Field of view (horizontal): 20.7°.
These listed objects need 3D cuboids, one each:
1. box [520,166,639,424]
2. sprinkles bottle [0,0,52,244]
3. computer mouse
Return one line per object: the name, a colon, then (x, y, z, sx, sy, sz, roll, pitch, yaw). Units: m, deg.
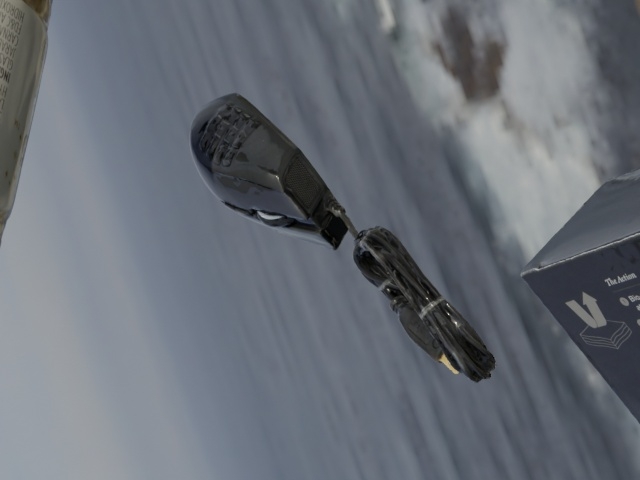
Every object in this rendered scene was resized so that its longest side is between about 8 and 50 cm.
box: (0.218, 0.035, 0.921, 0.158, 0.093, 0.156, 50, 152, -8)
sprinkles bottle: (-0.180, -0.011, 0.680, 0.121, 0.121, 0.355, 96, -177, -73)
computer mouse: (0.000, 0.000, 0.783, 0.071, 0.041, 0.242, 55, 173, -38)
